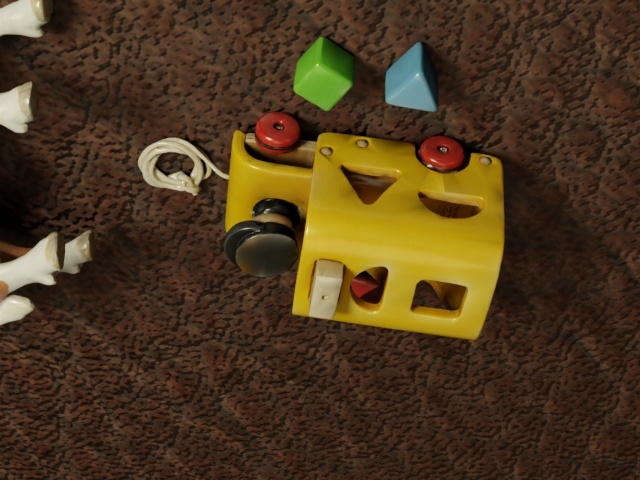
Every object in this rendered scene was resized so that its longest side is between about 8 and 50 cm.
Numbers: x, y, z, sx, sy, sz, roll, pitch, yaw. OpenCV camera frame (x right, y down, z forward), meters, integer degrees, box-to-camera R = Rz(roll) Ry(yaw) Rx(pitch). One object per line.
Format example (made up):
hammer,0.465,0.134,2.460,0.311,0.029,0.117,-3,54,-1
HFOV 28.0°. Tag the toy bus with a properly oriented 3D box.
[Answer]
toy bus,0.012,-0.002,0.766,0.202,0.104,0.191,-28,126,29

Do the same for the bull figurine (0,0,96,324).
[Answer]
bull figurine,-0.244,-0.063,0.735,0.189,0.101,0.310,1,134,4
